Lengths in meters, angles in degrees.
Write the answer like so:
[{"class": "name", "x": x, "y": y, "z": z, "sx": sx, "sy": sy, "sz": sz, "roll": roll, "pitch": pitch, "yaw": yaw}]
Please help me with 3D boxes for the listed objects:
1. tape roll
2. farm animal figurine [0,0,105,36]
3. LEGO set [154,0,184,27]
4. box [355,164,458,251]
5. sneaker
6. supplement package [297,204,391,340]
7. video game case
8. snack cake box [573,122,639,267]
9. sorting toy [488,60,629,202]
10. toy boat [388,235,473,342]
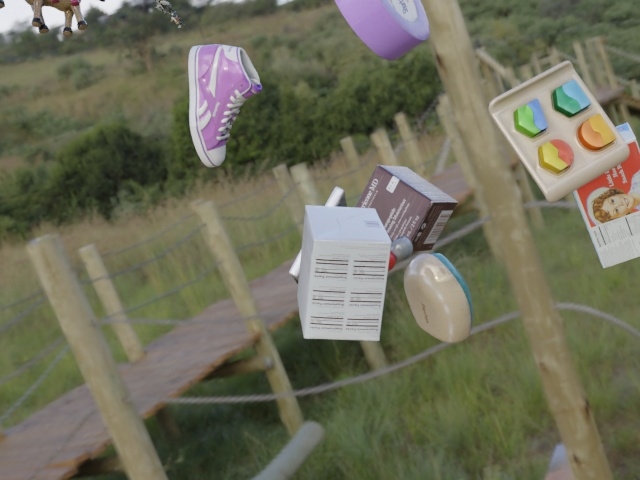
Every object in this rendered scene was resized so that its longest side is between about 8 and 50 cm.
[{"class": "tape roll", "x": 0.128, "y": -0.540, "z": 1.952, "sx": 0.090, "sy": 0.275, "sz": 0.275, "roll": -31, "pitch": 4, "yaw": 29}, {"class": "farm animal figurine", "x": -0.598, "y": -0.499, "z": 1.594, "sx": 0.327, "sy": 0.172, "sz": 0.330, "roll": -14, "pitch": -17, "yaw": 0}, {"class": "LEGO set", "x": -0.249, "y": -0.369, "z": 1.411, "sx": 0.023, "sy": 0.083, "sz": 0.054, "roll": -39, "pitch": 47, "yaw": -4}, {"class": "box", "x": 0.236, "y": -0.089, "z": 2.451, "sx": 0.203, "sy": 0.168, "sz": 0.167, "roll": 36, "pitch": 22, "yaw": 27}, {"class": "sneaker", "x": -0.212, "y": -0.303, "z": 2.009, "sx": 0.161, "sy": 0.282, "sz": 0.102, "roll": 3, "pitch": 20, "yaw": 17}, {"class": "supplement package", "x": 0.041, "y": 0.060, "z": 1.699, "sx": 0.149, "sy": 0.203, "sz": 0.194, "roll": 3, "pitch": 21, "yaw": -7}, {"class": "video game case", "x": 0.000, "y": 0.000, "z": 2.073, "sx": 0.227, "sy": 0.026, "sz": 0.206, "roll": -62, "pitch": -10, "yaw": -8}, {"class": "snack cake box", "x": 0.610, "y": -0.090, "z": 1.820, "sx": 0.152, "sy": 0.264, "sz": 0.089, "roll": -20, "pitch": 24, "yaw": 18}, {"class": "sorting toy", "x": 0.422, "y": -0.195, "z": 1.538, "sx": 0.193, "sy": 0.208, "sz": 0.038, "roll": -29, "pitch": -6, "yaw": -17}, {"class": "toy boat", "x": 0.257, "y": 0.096, "z": 2.176, "sx": 0.148, "sy": 0.267, "sz": 0.318, "roll": -38, "pitch": 48, "yaw": -22}]
